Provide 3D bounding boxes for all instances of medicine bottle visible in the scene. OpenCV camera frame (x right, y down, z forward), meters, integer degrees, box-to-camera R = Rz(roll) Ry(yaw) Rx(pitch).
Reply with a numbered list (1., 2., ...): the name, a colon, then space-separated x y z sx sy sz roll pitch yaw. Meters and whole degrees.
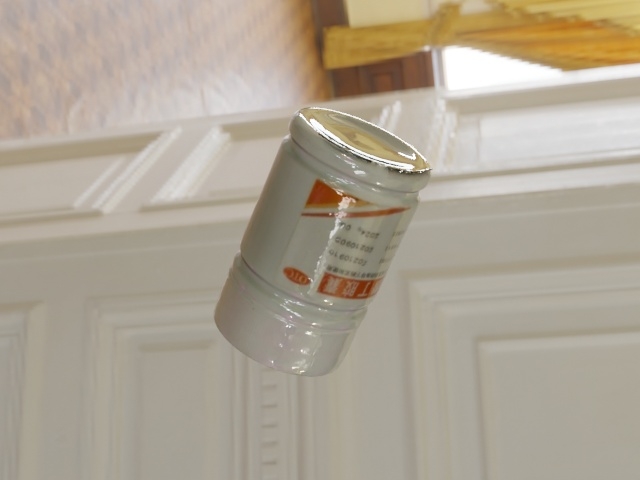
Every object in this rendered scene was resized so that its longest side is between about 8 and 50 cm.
1. medicine bottle: 0.000 0.000 0.413 0.057 0.057 0.089 -59 174 -70
